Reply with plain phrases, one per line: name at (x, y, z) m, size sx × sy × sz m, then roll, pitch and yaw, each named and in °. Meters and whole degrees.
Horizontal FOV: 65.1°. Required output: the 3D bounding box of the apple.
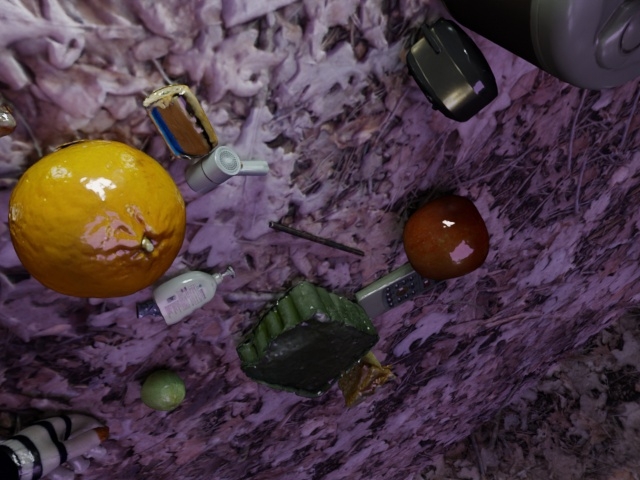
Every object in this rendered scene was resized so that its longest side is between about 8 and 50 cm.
apple at (0.267, -0.005, 1.064) m, size 0.169 × 0.180 × 0.181 m, roll -21°, pitch 143°, yaw 20°

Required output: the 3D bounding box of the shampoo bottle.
shampoo bottle at (-0.224, 0.087, 0.912) m, size 0.152 × 0.045 × 0.077 m, roll -29°, pitch 117°, yaw -21°

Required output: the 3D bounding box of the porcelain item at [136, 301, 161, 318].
porcelain item at (-0.294, 0.124, 0.921) m, size 0.083 × 0.028 × 0.036 m, roll -9°, pitch 130°, yaw -28°

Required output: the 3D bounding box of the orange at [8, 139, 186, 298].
orange at (-0.289, -0.023, 0.670) m, size 0.220 × 0.193 × 0.219 m, roll -12°, pitch 117°, yaw -24°

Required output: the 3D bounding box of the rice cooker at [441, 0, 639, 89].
rice cooker at (0.340, -0.382, 0.627) m, size 0.336 × 0.325 × 0.335 m, roll -18°, pitch 137°, yaw -18°

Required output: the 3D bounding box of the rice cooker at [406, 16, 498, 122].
rice cooker at (0.202, -0.263, 0.779) m, size 0.112 × 0.165 × 0.106 m, roll 10°, pitch 133°, yaw -47°

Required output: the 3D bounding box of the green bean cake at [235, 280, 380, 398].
green bean cake at (-0.031, 0.222, 1.111) m, size 0.255 × 0.132 × 0.241 m, roll 26°, pitch 116°, yaw -40°

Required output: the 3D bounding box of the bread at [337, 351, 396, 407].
bread at (0.088, 0.333, 1.283) m, size 0.152 × 0.147 × 0.127 m, roll -47°, pitch 136°, yaw 10°

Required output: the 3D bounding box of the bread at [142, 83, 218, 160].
bread at (-0.190, -0.163, 0.699) m, size 0.072 × 0.053 × 0.105 m, roll -12°, pitch 137°, yaw 9°

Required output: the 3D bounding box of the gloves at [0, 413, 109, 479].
gloves at (-0.521, 0.403, 0.986) m, size 0.140 × 0.131 × 0.219 m, roll -53°, pitch 167°, yaw 18°

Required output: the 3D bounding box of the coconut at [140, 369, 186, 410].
coconut at (-0.328, 0.311, 1.040) m, size 0.088 × 0.096 × 0.087 m, roll -21°, pitch 114°, yaw -57°

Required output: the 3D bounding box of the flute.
flute at (0.000, 0.000, 1.008) m, size 0.270 × 0.014 × 0.014 m, roll 18°, pitch 118°, yaw -42°

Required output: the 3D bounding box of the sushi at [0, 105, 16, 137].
sushi at (-0.456, -0.110, 0.540) m, size 0.226 × 0.103 × 0.097 m, roll -22°, pitch 121°, yaw -17°

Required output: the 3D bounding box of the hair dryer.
hair dryer at (-0.134, -0.110, 0.785) m, size 0.082 × 0.047 × 0.137 m, roll -22°, pitch 174°, yaw 40°

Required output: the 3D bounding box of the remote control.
remote control at (0.216, 0.106, 1.233) m, size 0.286 × 0.038 × 0.123 m, roll -27°, pitch 139°, yaw -8°
